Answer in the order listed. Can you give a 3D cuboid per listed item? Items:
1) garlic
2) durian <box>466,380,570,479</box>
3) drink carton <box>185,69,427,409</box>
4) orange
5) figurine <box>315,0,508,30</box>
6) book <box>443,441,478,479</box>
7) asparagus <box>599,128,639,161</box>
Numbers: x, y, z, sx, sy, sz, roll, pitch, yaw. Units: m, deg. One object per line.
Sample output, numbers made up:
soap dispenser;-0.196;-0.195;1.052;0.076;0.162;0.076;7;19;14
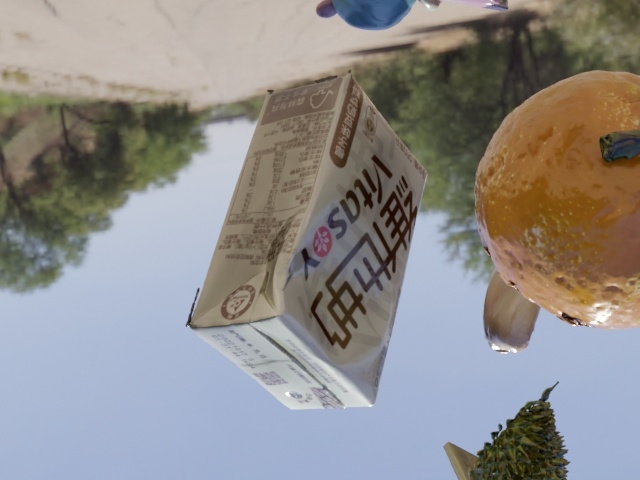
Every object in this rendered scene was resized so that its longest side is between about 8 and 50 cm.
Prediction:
garlic;0.358;0.094;1.922;0.110;0.228;0.217;29;171;6
durian;0.253;0.284;1.297;0.095;0.221;0.137;33;-126;32
drink carton;0.000;-0.001;1.168;0.132;0.325;0.194;-9;141;36
orange;0.375;-0.061;1.363;0.340;0.293;0.341;11;-136;-11
figurine;0.131;-0.303;1.136;0.260;0.103;0.205;-9;152;-20
book;0.336;0.463;1.783;0.025;0.282;0.215;-47;-148;16
asparagus;0.402;-0.116;1.194;0.165;0.036;0.030;-6;153;4
